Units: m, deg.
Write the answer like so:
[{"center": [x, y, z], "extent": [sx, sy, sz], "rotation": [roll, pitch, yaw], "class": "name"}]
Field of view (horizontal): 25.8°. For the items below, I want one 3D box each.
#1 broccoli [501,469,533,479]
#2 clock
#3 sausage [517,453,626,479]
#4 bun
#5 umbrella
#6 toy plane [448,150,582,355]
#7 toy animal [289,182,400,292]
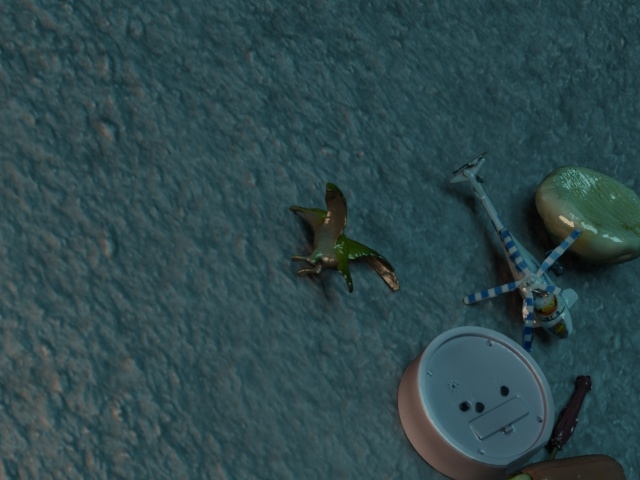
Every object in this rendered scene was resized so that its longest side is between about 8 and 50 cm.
[{"center": [0.259, 0.445, 1.627], "extent": [0.221, 0.252, 0.361], "rotation": [29, 7, -42], "class": "broccoli"}, {"center": [0.201, 0.212, 1.810], "extent": [0.196, 0.068, 0.197], "rotation": [12, 56, -18], "class": "clock"}, {"center": [0.324, 0.311, 1.808], "extent": [0.154, 0.062, 0.062], "rotation": [-3, 61, -27], "class": "sausage"}, {"center": [0.388, -0.023, 2.027], "extent": [0.183, 0.102, 0.183], "rotation": [17, 36, -13], "class": "bun"}, {"center": [0.334, 0.240, 1.883], "extent": [0.027, 0.025, 0.165], "rotation": [24, 47, 14], "class": "umbrella"}, {"center": [0.267, 0.024, 1.967], "extent": [0.182, 0.107, 0.273], "rotation": [-48, 62, 3], "class": "toy plane"}, {"center": [0.000, 0.000, 1.840], "extent": [0.155, 0.219, 0.095], "rotation": [19, 64, 33], "class": "toy animal"}]
